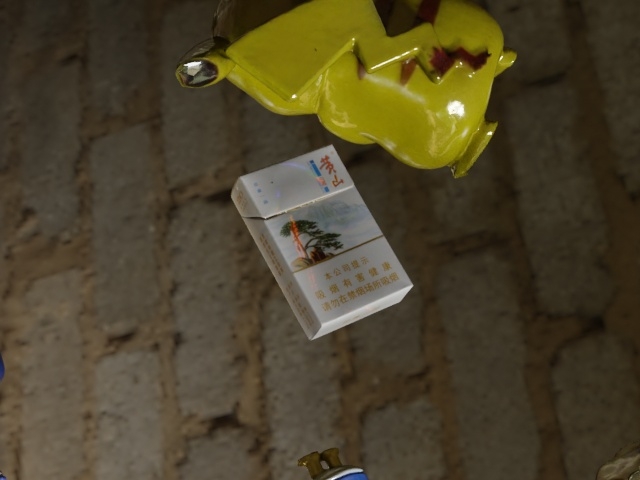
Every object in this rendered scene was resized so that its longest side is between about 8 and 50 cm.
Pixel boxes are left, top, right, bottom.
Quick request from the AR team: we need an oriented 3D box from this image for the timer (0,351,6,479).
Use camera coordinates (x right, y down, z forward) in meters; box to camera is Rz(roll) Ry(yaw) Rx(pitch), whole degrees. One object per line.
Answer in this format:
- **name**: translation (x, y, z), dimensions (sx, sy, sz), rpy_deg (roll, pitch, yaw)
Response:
- **timer**: translation (-0.496, 0.272, 2.027), dimensions (0.383, 0.270, 0.270), rpy_deg (63, 17, 14)

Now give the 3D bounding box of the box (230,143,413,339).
- **box**: translation (0.000, -0.001, 2.076), dimensions (0.149, 0.067, 0.233), rpy_deg (-22, 73, -28)

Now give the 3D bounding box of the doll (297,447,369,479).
- **doll**: translation (0.028, 0.245, 1.340), dimensions (0.099, 0.057, 0.143), rpy_deg (-11, 65, -40)

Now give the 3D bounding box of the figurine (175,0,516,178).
- **figurine**: translation (0.016, -0.176, 1.455), dimensions (0.169, 0.327, 0.218), rpy_deg (102, 4, -58)

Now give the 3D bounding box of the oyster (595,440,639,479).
- **oyster**: translation (0.385, 0.181, 1.414), dimensions (0.354, 0.201, 0.107), rpy_deg (-19, 78, -46)
